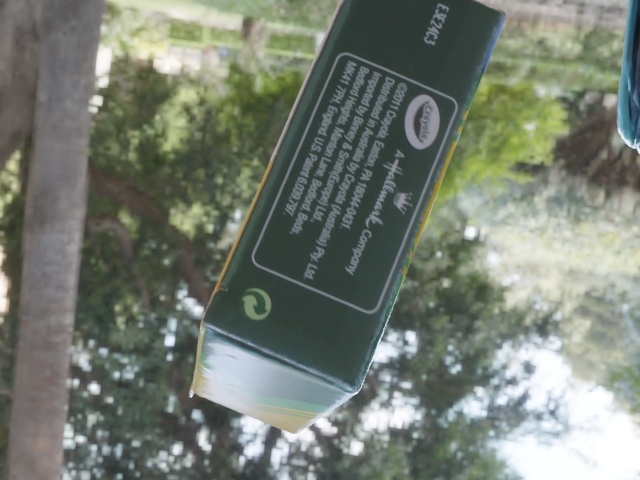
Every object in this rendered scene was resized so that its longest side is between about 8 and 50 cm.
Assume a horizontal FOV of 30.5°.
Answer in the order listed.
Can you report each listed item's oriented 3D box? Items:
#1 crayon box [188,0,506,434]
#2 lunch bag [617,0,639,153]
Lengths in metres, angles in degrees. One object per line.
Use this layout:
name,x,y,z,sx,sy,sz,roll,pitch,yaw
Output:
crayon box,0.000,0.000,0.695,0.083,0.203,0.323,23,165,-2
lunch bag,0.269,-0.164,0.714,0.160,0.223,0.262,2,-178,-14
